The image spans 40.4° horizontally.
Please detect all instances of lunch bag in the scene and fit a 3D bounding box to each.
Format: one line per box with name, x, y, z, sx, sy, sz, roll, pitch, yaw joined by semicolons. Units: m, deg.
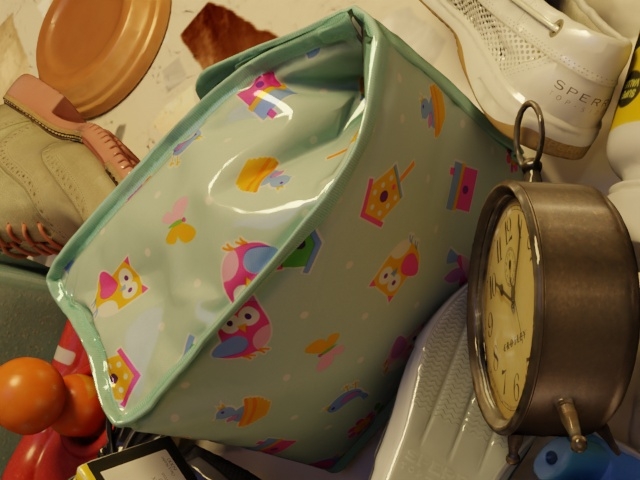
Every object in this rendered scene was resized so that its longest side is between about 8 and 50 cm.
lunch bag;0.000;0.000;0.552;0.262;0.223;0.160;-50;51;11

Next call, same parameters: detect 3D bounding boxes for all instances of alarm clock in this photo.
alarm clock;0.117;0.016;0.453;0.064;0.129;0.192;-1;73;-5

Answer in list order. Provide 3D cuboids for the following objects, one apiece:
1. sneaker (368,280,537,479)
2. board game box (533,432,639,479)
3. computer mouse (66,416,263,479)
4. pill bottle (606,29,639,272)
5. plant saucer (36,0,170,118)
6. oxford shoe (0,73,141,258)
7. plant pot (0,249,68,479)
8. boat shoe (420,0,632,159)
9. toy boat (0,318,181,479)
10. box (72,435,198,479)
sneaker;0.072;0.124;0.527;0.094;0.091;0.258;32;66;4
board game box;0.174;0.334;0.357;0.390;0.050;0.390;26;94;48
computer mouse;-0.059;0.214;0.600;0.272;0.072;0.189;34;88;28
pill bottle;0.229;-0.081;0.477;0.119;0.119;0.209;13;81;40
plant saucer;-0.247;-0.231;0.950;0.199;0.037;0.200;-14;66;33
oxford shoe;-0.221;-0.023;0.767;0.146;0.140;0.397;-44;39;-11
plant pot;-0.386;0.110;0.788;0.247;0.252;0.247;14;83;40
boat shoe;0.128;-0.174;0.574;0.096;0.098;0.277;-61;35;37
toy boat;-0.201;0.135;0.702;0.151;0.151;0.231;13;82;40
box;-0.113;0.320;0.522;0.257;0.079;0.322;48;121;21
